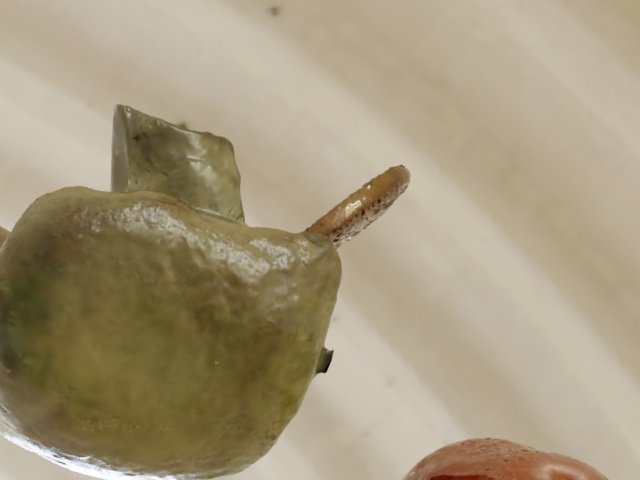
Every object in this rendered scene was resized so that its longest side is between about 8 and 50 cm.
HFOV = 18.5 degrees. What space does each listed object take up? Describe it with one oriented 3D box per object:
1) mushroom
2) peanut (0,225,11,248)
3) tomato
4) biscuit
[{"bbox_3d":[-0.121,0.063,1.485,0.217,0.212,0.292,27,-83,24],"label":"mushroom"},{"bbox_3d":[-0.389,0.005,2.039,0.298,0.120,0.136,43,-12,7],"label":"peanut"},{"bbox_3d":[0.143,0.270,1.604,0.232,0.188,0.232,-38,-139,43],"label":"tomato"},{"bbox_3d":[0.001,0.001,1.624,0.027,0.188,0.188,54,-38,3],"label":"biscuit"}]
